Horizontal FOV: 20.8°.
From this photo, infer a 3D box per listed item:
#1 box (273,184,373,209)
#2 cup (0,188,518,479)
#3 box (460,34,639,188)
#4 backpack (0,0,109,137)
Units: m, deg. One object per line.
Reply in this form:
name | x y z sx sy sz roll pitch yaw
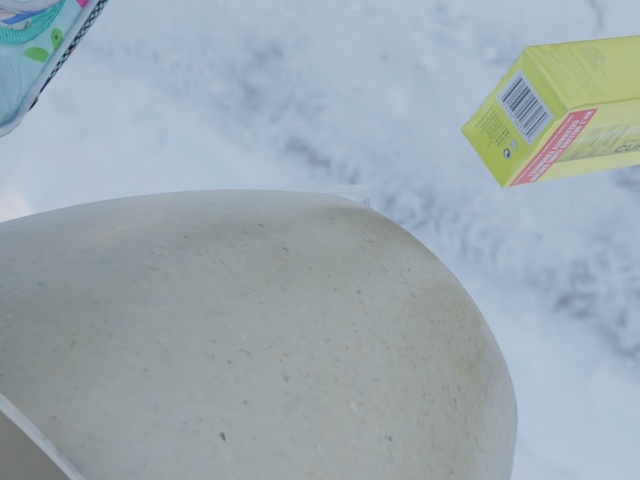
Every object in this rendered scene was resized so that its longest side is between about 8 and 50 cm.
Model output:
box | 0.000 0.000 1.623 0.087 0.101 0.102 1 96 10
cup | -0.049 0.108 0.786 0.331 0.237 0.331 31 140 30
box | 0.209 -0.095 1.212 0.058 0.232 0.087 58 133 23
backpack | -0.139 -0.183 0.629 0.225 0.253 0.191 39 154 -17
